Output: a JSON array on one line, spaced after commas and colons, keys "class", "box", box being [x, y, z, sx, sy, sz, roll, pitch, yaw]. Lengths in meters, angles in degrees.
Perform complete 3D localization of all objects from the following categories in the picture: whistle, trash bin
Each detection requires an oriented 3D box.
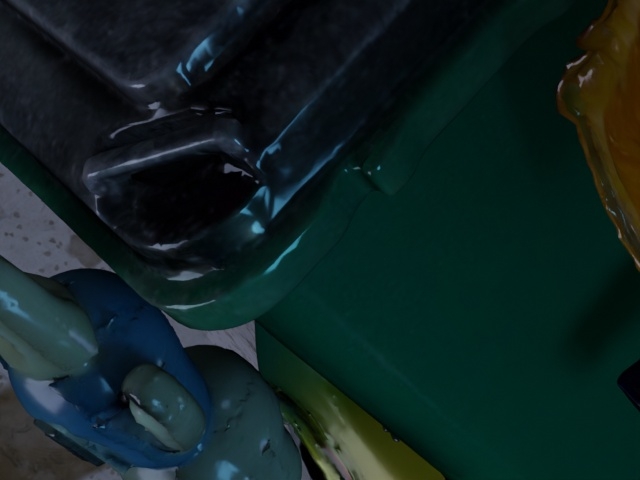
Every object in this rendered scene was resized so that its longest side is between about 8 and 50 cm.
[{"class": "whistle", "box": [-0.074, 0.054, 0.575, 0.114, 0.077, 0.236, 25, 164, 42]}, {"class": "trash bin", "box": [0.056, -0.051, 0.672, 0.259, 0.295, 0.381, 38, 172, 45]}]

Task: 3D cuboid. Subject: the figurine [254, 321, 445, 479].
[{"class": "figurine", "box": [0.067, 0.074, 0.995, 0.340, 0.231, 0.323, 58, -167, 26]}]

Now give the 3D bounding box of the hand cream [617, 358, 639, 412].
[{"class": "hand cream", "box": [0.193, 0.019, 0.601, 0.062, 0.163, 0.039, 51, -172, 7]}]

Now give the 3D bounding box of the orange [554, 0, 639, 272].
[{"class": "orange", "box": [0.209, 0.033, 0.372, 0.274, 0.274, 0.310, 63, -163, -44]}]
